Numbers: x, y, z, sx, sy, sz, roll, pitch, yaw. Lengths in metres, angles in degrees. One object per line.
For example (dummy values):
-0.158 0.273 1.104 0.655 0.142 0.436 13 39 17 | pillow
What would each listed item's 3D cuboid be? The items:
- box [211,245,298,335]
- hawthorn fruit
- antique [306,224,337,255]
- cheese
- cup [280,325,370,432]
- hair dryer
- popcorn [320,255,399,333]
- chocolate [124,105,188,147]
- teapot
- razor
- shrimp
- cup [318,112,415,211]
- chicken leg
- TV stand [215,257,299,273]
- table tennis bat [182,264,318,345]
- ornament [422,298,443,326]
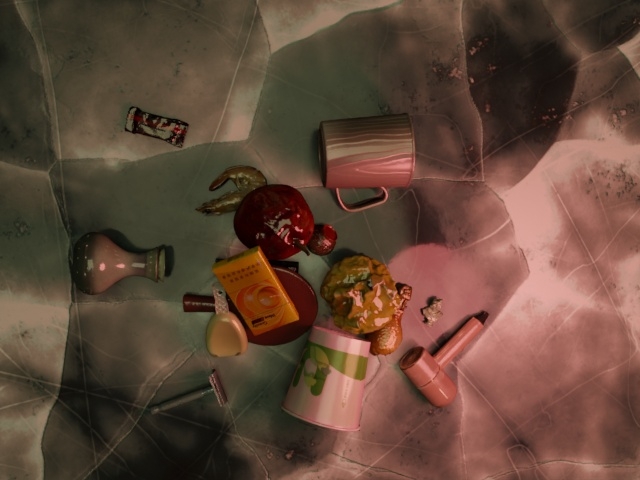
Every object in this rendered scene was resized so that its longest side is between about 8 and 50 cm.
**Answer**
-0.187 0.152 1.648 0.153 0.043 0.269 -20 120 11 | box
-0.112 -0.037 1.656 0.230 0.210 0.266 -42 63 -16 | hawthorn fruit
0.000 0.000 1.740 0.104 0.104 0.103 0 94 -7 | antique
-0.293 0.237 1.690 0.128 0.054 0.251 -5 115 -1 | cheese
0.034 0.414 1.710 0.253 0.253 0.273 17 85 -8 | cup
0.438 0.364 1.824 0.344 0.107 0.189 -42 98 -9 | hair dryer
0.125 0.163 1.703 0.250 0.225 0.249 -1 95 -17 | popcorn
-0.495 -0.343 1.689 0.183 0.028 0.085 18 94 -9 | chocolate
-0.587 0.070 1.646 0.251 0.183 0.183 3 94 -19 | teapot
-0.416 0.494 1.746 0.232 0.068 0.105 -21 96 0 | razor
-0.278 -0.151 1.716 0.236 0.053 0.132 -24 98 -8 | shrimp
0.135 -0.246 1.707 0.274 0.288 0.208 -4 59 -6 | cup
0.228 0.255 1.793 0.107 0.087 0.251 26 84 -19 | chicken leg
-0.196 0.080 1.745 0.257 0.049 0.040 4 95 -7 | TV stand
-0.214 0.201 1.734 0.415 0.051 0.267 2 107 -3 | table tennis bat
0.368 0.234 1.829 0.069 0.041 0.092 -7 104 -1 | ornament
